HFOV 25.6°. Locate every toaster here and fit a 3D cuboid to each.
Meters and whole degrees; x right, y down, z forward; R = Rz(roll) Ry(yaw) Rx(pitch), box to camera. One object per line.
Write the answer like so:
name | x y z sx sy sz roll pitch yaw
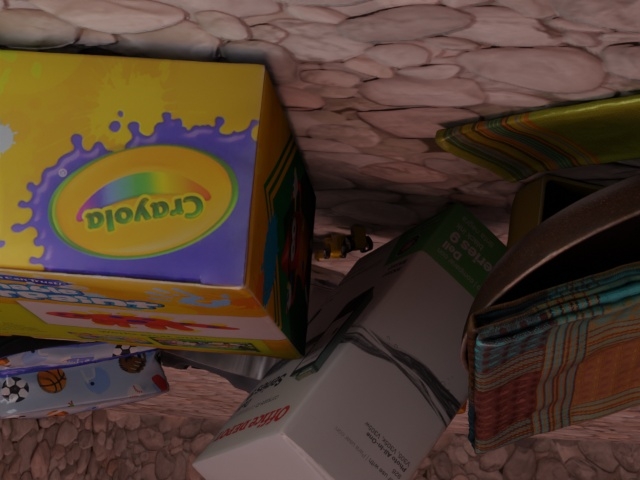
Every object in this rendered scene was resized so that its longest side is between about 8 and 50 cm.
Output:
toaster | -0.064 0.089 1.521 0.227 0.147 0.129 11 177 45

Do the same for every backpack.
backpack | -0.281 0.080 1.497 0.276 0.213 0.263 -1 -175 -25

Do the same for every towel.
towel | 0.200 -0.074 0.996 0.102 0.021 0.237 16 164 -43
towel | 0.293 0.068 1.101 0.370 0.040 0.271 -17 152 -2

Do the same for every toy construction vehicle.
toy construction vehicle | 0.000 0.000 1.426 0.085 0.035 0.098 -3 173 -15

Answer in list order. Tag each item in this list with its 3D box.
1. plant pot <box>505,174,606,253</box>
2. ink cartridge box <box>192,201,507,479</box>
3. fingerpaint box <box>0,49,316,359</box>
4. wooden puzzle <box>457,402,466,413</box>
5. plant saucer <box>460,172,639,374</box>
plant pot | 0.198 -0.005 1.190 0.081 0.081 0.083 10 172 -21
ink cartridge box | 0.042 0.126 1.284 0.121 0.289 0.211 45 150 -8
fingerpaint box | -0.242 -0.023 1.105 0.444 0.163 0.371 4 169 7
wooden puzzle | 0.216 0.223 2.240 0.322 0.081 0.347 -5 164 40
plant saucer | 0.247 0.023 1.080 0.310 0.050 0.311 -15 154 -8
